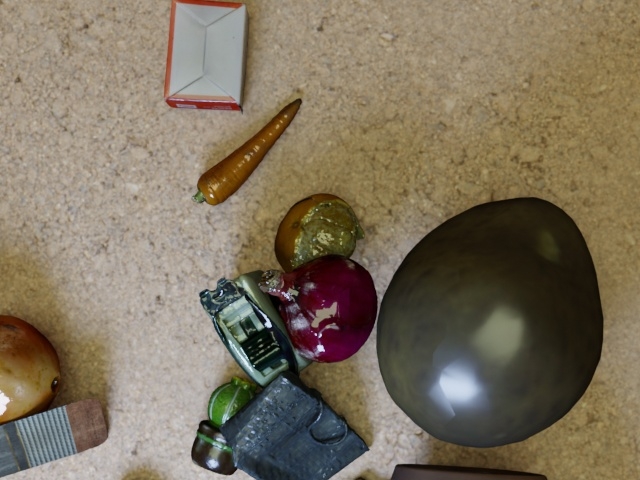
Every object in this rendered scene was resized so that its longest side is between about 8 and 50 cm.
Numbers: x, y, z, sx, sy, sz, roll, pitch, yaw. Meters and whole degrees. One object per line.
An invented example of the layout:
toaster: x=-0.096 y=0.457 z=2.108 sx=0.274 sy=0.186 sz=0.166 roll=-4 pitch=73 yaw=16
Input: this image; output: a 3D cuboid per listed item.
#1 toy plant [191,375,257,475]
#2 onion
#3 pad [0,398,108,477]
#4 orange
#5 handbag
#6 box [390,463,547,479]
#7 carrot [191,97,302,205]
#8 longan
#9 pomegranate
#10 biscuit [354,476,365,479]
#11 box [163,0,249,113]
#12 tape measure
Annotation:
toy plant: x=-0.156 y=0.310 z=1.842 sx=0.093 sy=0.093 sz=0.162 roll=19 pitch=87 yaw=5
onion: x=0.003 y=0.096 z=1.664 sx=0.198 sy=0.135 sz=0.173 roll=26 pitch=74 yaw=-38
pad: x=-0.474 y=0.405 z=1.857 sx=0.250 sy=0.055 sz=0.323 roll=-17 pitch=126 yaw=-16
orange: x=0.000 y=0.000 z=1.808 sx=0.157 sy=0.134 sz=0.156 roll=-21 pitch=57 yaw=37
handbag: x=-0.044 y=0.325 z=1.783 sx=0.175 sy=0.088 sz=0.270 roll=-39 pitch=131 yaw=5
box: x=0.235 y=0.468 z=1.717 sx=0.301 sy=0.301 sz=0.216 roll=5 pitch=81 yaw=5
carrot: x=-0.120 y=-0.148 z=1.867 sx=0.257 sy=0.061 sz=0.061 roll=-43 pitch=86 yaw=-6
longan: x=0.263 y=0.128 z=1.671 sx=0.336 sy=0.404 sz=0.404 roll=29 pitch=92 yaw=4
pomegranate: x=-0.535 y=0.228 z=1.821 sx=0.209 sy=0.209 sz=0.209 roll=0 pitch=89 yaw=5
biscuit: x=0.075 y=0.496 z=1.849 sx=0.182 sy=0.034 sz=0.215 roll=37 pitch=90 yaw=3
box: x=-0.192 y=-0.310 z=1.847 sx=0.133 sy=0.099 sz=0.182 roll=2 pitch=88 yaw=2
tape measure: x=-0.101 y=0.154 z=1.765 sx=0.115 sy=0.235 sz=0.207 roll=-31 pitch=87 yaw=6
